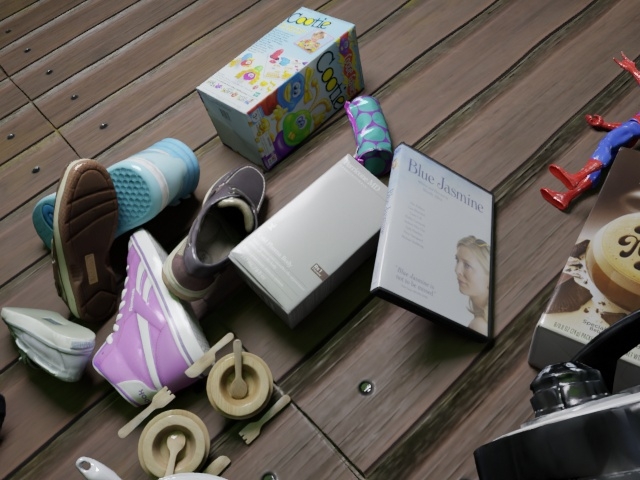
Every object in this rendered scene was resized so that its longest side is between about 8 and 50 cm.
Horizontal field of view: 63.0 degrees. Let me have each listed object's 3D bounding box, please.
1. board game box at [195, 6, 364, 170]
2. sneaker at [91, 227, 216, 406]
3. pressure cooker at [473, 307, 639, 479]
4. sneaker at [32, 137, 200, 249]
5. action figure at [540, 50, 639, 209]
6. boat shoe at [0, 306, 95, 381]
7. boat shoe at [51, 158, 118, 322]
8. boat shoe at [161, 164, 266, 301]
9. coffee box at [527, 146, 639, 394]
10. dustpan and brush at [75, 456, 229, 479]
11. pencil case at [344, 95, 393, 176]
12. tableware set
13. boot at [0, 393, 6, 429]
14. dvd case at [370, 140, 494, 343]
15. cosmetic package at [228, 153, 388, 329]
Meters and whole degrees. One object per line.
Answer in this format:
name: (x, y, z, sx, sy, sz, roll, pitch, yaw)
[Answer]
board game box: (-0.065, -0.288, 0.982, 0.144, 0.142, 0.275, 34, 68, 32)
sneaker: (-0.277, 0.108, 0.772, 0.161, 0.102, 0.282, -29, 53, -4)
pressure cooker: (0.301, 0.237, 0.333, 0.370, 0.376, 0.419, -26, 57, 27)
sneaker: (-0.343, -0.078, 0.927, 0.319, 0.127, 0.208, -15, 20, 29)
action figure: (0.439, -0.180, 0.809, 0.281, 0.091, 0.139, -32, 62, -10)
boat shoe: (-0.419, 0.153, 0.781, 0.228, 0.079, 0.081, 11, 87, 39)
boat shoe: (-0.373, -0.002, 0.795, 0.095, 0.257, 0.095, 20, 21, 32)
boat shoe: (-0.139, -0.030, 0.800, 0.092, 0.103, 0.285, -34, 20, 40)
coffee box: (0.396, 0.043, 0.640, 0.168, 0.118, 0.297, 22, 62, 28)
dustpan and brush: (-0.183, 0.308, 0.584, 0.147, 0.211, 0.060, -54, 17, -20)
pencil case: (0.085, -0.186, 0.919, 0.070, 0.064, 0.151, 4, 51, -14)
tableware set: (-0.143, 0.220, 0.657, 0.194, 0.039, 0.128, -42, 85, -17)
boot: (-0.644, 0.173, 0.778, 0.446, 0.146, 0.366, 14, 69, 27)
dvd case: (0.166, -0.004, 0.725, 0.181, 0.022, 0.252, 25, 55, -17)
cosmetic package: (0.000, 0.000, 0.766, 0.127, 0.107, 0.238, 41, 74, 16)
